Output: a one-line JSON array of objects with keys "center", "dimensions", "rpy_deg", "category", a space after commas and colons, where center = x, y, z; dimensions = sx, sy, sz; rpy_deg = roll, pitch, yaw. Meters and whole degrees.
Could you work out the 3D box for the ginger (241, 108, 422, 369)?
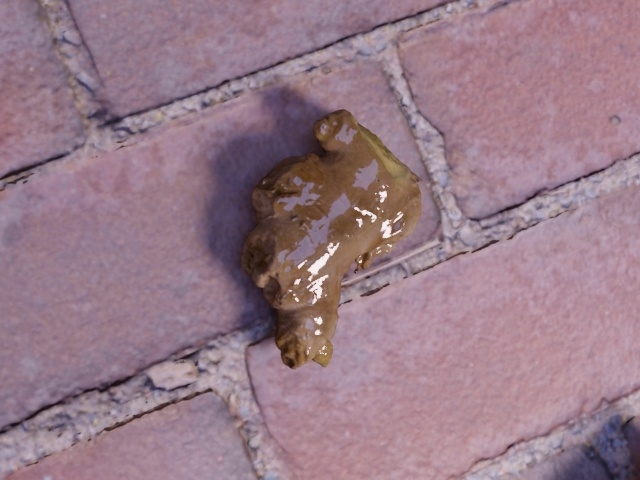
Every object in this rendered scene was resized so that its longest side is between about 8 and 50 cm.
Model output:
[{"center": [-0.003, -0.004, 0.913], "dimensions": [0.137, 0.074, 0.213], "rpy_deg": [34, 84, -10], "category": "ginger"}]
